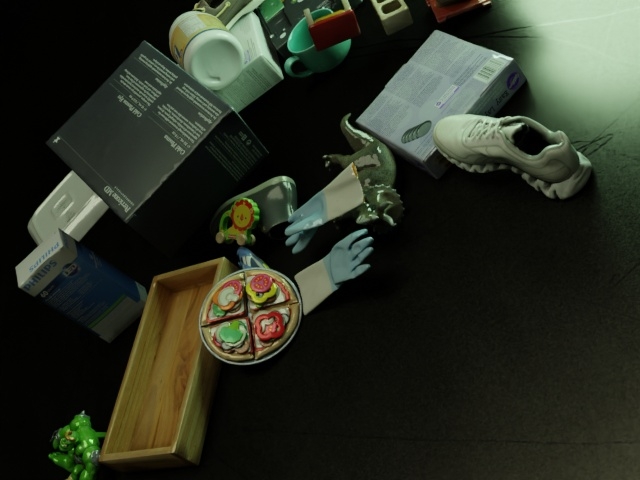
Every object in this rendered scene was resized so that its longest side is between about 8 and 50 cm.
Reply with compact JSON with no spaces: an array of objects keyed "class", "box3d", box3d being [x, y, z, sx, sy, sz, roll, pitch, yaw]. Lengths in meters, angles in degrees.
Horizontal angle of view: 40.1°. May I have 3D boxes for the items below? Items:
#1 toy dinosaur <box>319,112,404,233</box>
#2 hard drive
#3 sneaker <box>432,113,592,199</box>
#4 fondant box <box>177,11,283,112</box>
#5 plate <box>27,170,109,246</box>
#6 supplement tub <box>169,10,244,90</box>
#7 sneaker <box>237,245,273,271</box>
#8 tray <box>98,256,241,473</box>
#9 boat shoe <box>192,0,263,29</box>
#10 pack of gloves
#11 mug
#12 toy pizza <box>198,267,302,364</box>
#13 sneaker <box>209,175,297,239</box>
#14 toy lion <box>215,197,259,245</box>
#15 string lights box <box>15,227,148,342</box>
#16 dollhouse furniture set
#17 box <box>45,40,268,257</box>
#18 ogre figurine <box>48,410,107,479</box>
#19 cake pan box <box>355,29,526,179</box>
[{"class":"toy dinosaur","box3d":[0.086,-0.112,1.659,0.160,0.121,0.313,-13,46,21]},{"class":"hard drive","box3d":[-0.045,-0.611,2.214,0.237,0.064,0.339,-38,40,11]},{"class":"sneaker","box3d":[0.303,-0.166,1.451,0.292,0.118,0.110,22,76,40]},{"class":"fondant box","box3d":[-0.263,-0.405,2.220,0.330,0.096,0.238,-33,41,16]},{"class":"plate","box3d":[-0.685,-0.086,2.382,0.277,0.045,0.278,-48,40,-1]},{"class":"supplement tub","box3d":[-0.275,-0.455,2.081,0.144,0.144,0.199,-44,39,5]},{"class":"sneaker","box3d":[-0.138,0.059,1.750,0.059,0.053,0.144,-49,38,1]},{"class":"tray","box3d":[-0.285,0.241,1.718,0.203,0.076,0.411,-15,50,34]},{"class":"boat shoe","box3d":[-0.262,-0.579,2.213,0.324,0.097,0.116,-39,38,10]},{"class":"pack of gloves","box3d":[0.000,0.000,1.568,0.232,0.046,0.195,-39,56,44]},{"class":"mug","box3d":[-0.006,-0.442,2.011,0.158,0.097,0.129,-29,43,23]},{"class":"toy pizza","box3d":[-0.134,0.136,1.638,0.201,0.032,0.201,-6,59,11]},{"class":"sneaker","box3d":[-0.140,-0.034,1.806,0.222,0.083,0.118,-32,49,26]},{"class":"toy lion","box3d":[-0.164,-0.039,1.772,0.100,0.034,0.096,4,90,40]},{"class":"string lights box","box3d":[-0.507,0.101,1.890,0.133,0.260,0.076,-41,39,7]},{"class":"dollhouse furniture set","box3d":[0.139,-0.529,1.794,0.374,0.201,0.152,-22,42,4]},{"class":"box","box3d":[-0.348,-0.198,1.865,0.312,0.179,0.343,-46,56,-5]},{"class":"ogre figurine","box3d":[-0.477,0.422,1.734,0.118,0.097,0.197,-59,21,14]},{"class":"cake pan box","box3d":[0.226,-0.271,1.679,0.267,0.070,0.246,-50,41,-2]}]
